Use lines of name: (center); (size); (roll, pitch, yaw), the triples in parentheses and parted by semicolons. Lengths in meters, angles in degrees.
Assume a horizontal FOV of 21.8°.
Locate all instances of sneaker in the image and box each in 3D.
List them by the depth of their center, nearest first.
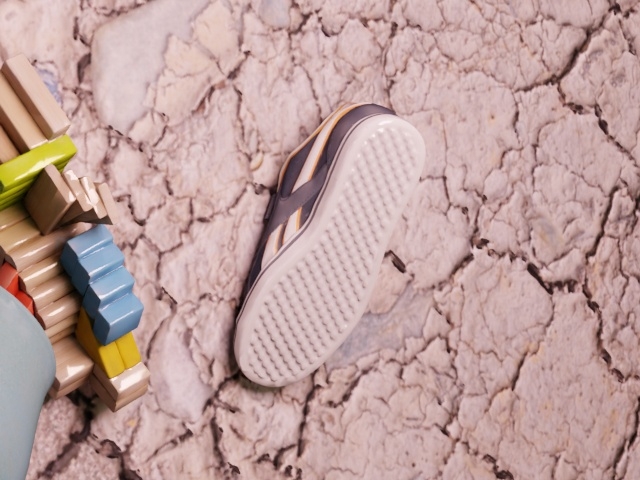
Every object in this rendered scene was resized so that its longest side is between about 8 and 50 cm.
sneaker: (0.000, 0.000, 1.778); (0.126, 0.127, 0.321); (26, 100, -28)

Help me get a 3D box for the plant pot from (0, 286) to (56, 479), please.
plant pot: (-0.362, 0.163, 1.425); (0.271, 0.272, 0.255); (53, 45, -24)

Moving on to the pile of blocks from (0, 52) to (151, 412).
pile of blocks: (-0.263, 0.014, 1.559); (0.113, 0.149, 0.362); (-31, 109, -32)
